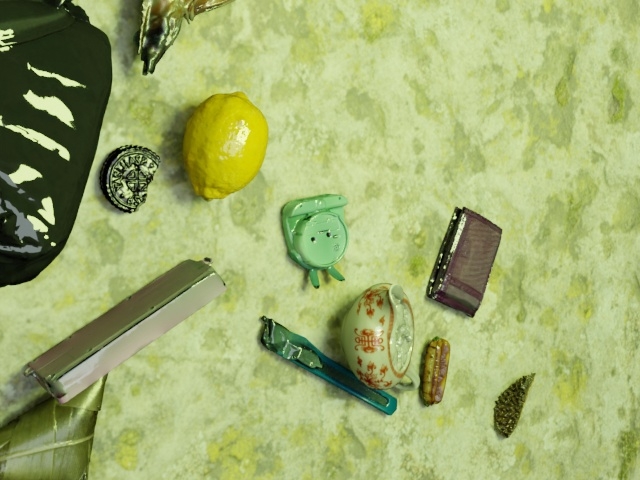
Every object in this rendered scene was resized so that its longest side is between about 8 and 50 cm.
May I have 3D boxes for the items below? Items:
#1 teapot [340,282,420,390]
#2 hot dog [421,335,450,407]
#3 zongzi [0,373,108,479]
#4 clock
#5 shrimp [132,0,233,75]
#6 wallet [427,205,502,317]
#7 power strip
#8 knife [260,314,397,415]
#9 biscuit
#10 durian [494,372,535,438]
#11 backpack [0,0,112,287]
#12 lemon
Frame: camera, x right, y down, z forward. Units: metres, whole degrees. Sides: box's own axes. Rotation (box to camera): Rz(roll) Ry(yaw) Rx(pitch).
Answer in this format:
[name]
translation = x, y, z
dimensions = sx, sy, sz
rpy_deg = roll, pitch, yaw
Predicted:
[teapot]
translation = 0.097, 0.154, 1.383
dimensions = 0.245, 0.116, 0.159
rpy_deg = 60, 28, -46
[hot dog]
translation = 0.187, 0.217, 1.495
dimensions = 0.049, 0.037, 0.122
rpy_deg = 4, 98, -43
[zongzi]
translation = -0.354, 0.225, 1.130
dimensions = 0.160, 0.078, 0.176
rpy_deg = 12, 93, -36
[clock]
translation = 0.000, 0.000, 1.352
dimensions = 0.101, 0.041, 0.135
rpy_deg = -15, 102, -30
[shrimp]
translation = -0.163, -0.355, 1.210
dimensions = 0.164, 0.062, 0.316
rpy_deg = 23, 80, -34
[wallet]
translation = 0.247, 0.037, 1.515
dimensions = 0.111, 0.030, 0.166
rpy_deg = 24, 81, -30
[power strip]
translation = -0.247, 0.110, 1.172
dimensions = 0.279, 0.109, 0.037
rpy_deg = -35, 113, -24
[knife]
translation = 0.017, 0.198, 1.392
dimensions = 0.296, 0.026, 0.044
rpy_deg = 33, 66, -29
[biscuit]
translation = -0.249, -0.083, 1.199
dimensions = 0.089, 0.027, 0.087
rpy_deg = -30, 109, -26
[durian]
translation = 0.349, 0.287, 1.590
dimensions = 0.066, 0.052, 0.130
rpy_deg = 33, 77, -32
[backpack]
translation = -0.444, -0.152, 0.931
dimensions = 0.446, 0.255, 0.363
rpy_deg = 18, 64, -29
[lemon]
translation = -0.130, -0.127, 1.220
dimensions = 0.114, 0.114, 0.155
rpy_deg = 20, 88, -32
